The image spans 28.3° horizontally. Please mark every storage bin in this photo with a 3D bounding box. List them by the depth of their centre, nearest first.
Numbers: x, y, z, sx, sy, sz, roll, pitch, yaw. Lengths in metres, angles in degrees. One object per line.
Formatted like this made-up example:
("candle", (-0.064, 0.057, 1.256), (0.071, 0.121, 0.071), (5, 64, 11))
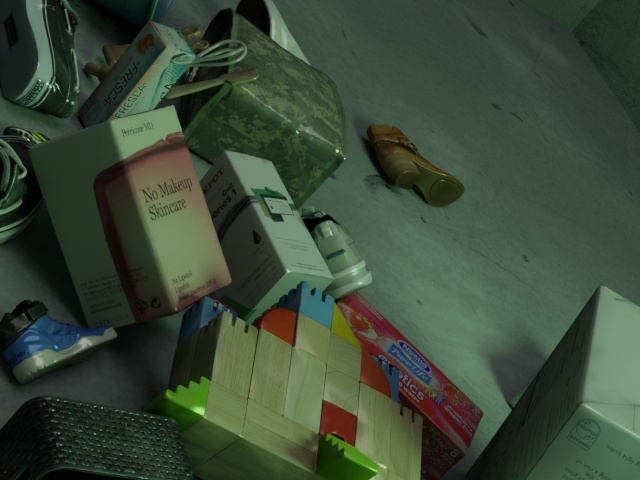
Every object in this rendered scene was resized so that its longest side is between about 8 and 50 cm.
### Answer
("storage bin", (-0.224, 0.227, 1.219), (0.180, 0.122, 0.084), (18, 36, -42))

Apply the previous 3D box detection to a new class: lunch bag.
("lunch bag", (-0.091, -0.223, 2.027), (0.235, 0.169, 0.287), (31, 33, -22))

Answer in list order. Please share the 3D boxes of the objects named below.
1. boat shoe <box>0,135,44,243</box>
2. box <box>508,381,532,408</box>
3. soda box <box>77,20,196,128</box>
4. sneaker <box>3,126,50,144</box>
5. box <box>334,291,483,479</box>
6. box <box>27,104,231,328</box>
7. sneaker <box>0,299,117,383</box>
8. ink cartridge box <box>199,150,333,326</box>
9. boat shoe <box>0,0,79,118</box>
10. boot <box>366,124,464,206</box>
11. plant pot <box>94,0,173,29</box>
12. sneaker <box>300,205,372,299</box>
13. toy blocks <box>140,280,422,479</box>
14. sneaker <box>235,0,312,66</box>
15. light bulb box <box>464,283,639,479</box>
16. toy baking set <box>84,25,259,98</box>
("boat shoe", (-0.382, -0.059, 1.424), (0.121, 0.119, 0.335), (41, 26, -5))
("box", (0.416, 0.254, 2.093), (0.103, 0.114, 0.203), (52, 26, 15))
("soda box", (-0.257, -0.216, 1.762), (0.063, 0.183, 0.058), (8, 43, -51))
("sneaker", (-0.376, -0.127, 1.644), (0.083, 0.031, 0.035), (28, 16, -37))
("box", (0.077, 0.203, 1.679), (0.257, 0.122, 0.128), (44, 25, 1))
("box", (-0.221, -0.027, 1.495), (0.148, 0.126, 0.232), (-30, 104, -63))
("sneaker", (-0.293, 0.097, 1.389), (0.152, 0.058, 0.085), (-21, 75, -54))
("ink cartridge box", (-0.100, 0.014, 1.669), (0.092, 0.160, 0.219), (11, 40, -45))
("boat shoe", (-0.392, -0.300, 1.782), (0.105, 0.113, 0.306), (26, 33, -45))
("boot", (0.181, -0.149, 2.414), (0.197, 0.073, 0.152), (21, 29, -42))
("plant pot", (-0.332, -0.507, 2.029), (0.255, 0.272, 0.272), (25, 28, -4))
("sneaker", (0.000, 0.000, 1.768), (0.281, 0.105, 0.115), (-160, -130, -71))
("toy blocks", (-0.023, 0.173, 1.442), (0.381, 0.190, 0.261), (30, 42, -24))
("sneaker", (-0.076, -0.318, 2.277), (0.123, 0.106, 0.290), (17, 48, -47))
("light bulb box", (0.334, 0.307, 1.579), (0.225, 0.361, 0.358), (31, 26, 4))
("toy baking set", (-0.221, -0.266, 1.875), (0.196, 0.030, 0.256), (-34, 45, -28))
